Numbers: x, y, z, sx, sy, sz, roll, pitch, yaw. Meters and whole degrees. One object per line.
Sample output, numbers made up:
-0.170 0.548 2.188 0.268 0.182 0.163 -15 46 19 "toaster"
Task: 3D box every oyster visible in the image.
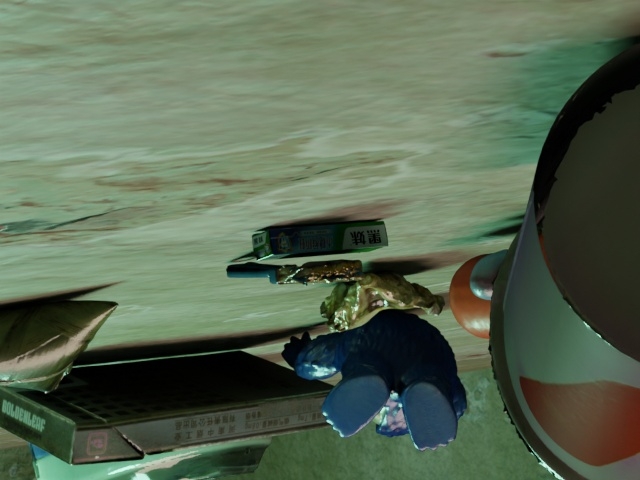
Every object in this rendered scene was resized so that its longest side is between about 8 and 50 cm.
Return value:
0.040 0.048 1.393 0.122 0.045 0.146 -19 175 41 "oyster"

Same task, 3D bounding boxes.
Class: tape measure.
-0.190 0.227 2.191 0.262 0.138 0.259 -14 173 37 "tape measure"

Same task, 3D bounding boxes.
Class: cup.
0.163 0.018 0.795 0.203 0.203 0.288 -10 166 6 "cup"

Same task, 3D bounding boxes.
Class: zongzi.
-0.202 0.062 1.213 0.104 0.052 0.113 2 155 -33 "zongzi"

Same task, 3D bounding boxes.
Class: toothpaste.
0.000 0.000 1.066 0.083 0.017 0.020 -5 171 -35 "toothpaste"

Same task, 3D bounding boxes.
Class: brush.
-0.022 0.019 1.110 0.051 0.014 0.164 -2 180 -24 "brush"

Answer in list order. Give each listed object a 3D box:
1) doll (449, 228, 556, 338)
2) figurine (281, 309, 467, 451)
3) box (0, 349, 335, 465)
0.199 0.039 1.179 0.161 0.130 0.290 10 175 -30 "doll"
0.070 0.120 1.783 0.164 0.120 0.262 19 -172 -16 "figurine"
-0.157 0.162 1.828 0.325 0.047 0.180 -4 -166 -39 "box"
